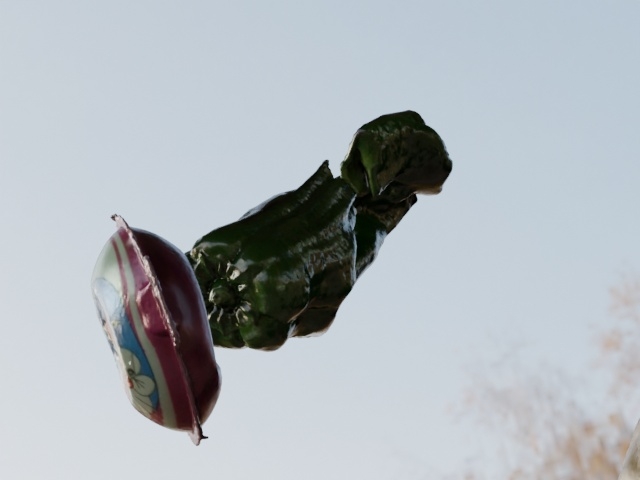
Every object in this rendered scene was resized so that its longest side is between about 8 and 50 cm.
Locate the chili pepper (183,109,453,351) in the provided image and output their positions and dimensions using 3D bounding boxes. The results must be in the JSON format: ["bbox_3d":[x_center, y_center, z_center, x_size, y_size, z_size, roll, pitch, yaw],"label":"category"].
[{"bbox_3d":[0.001,-0.001,1.089,0.253,0.083,0.099,-39,-16,-53],"label":"chili pepper"}]

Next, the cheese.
[{"bbox_3d":[-0.064,0.038,0.716,0.038,0.095,0.145,-18,-13,-11],"label":"cheese"}]

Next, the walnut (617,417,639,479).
[{"bbox_3d":[0.452,0.234,1.651,0.381,0.381,0.381,-9,-29,-5],"label":"walnut"}]
